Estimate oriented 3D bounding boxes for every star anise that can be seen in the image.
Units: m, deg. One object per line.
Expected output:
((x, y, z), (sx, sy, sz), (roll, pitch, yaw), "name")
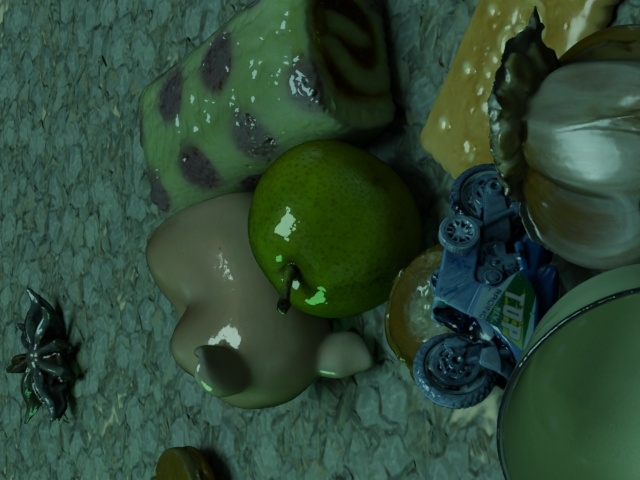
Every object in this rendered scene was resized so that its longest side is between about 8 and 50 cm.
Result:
((-0.420, 0.182, 2.032), (0.180, 0.061, 0.204), (-54, 50, 31), "star anise")

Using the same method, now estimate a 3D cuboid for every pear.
((0.000, 0.000, 1.327), (0.180, 0.216, 0.166), (54, 139, -7), "pear")

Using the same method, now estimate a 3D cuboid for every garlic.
((0.225, -0.111, 1.008), (0.257, 0.207, 0.207), (110, 144, -51), "garlic")

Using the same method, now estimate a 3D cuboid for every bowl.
((0.248, 0.113, 0.994), (0.126, 0.237, 0.238), (-76, 7, -65), "bowl")

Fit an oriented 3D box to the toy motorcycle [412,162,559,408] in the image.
((0.160, 0.035, 1.127), (0.092, 0.135, 0.254), (93, -170, -56), "toy motorcycle")

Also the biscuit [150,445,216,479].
((-0.164, 0.339, 1.683), (0.170, 0.050, 0.170), (4, 94, 62), "biscuit")

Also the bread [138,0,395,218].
((-0.070, -0.150, 1.478), (0.338, 0.155, 0.187), (-25, 65, 49), "bread")

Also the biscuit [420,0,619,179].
((0.176, -0.159, 1.242), (0.160, 0.030, 0.250), (50, 127, 43), "biscuit")

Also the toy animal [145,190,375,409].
((-0.093, 0.070, 1.475), (0.213, 0.195, 0.256), (125, 132, -56), "toy animal")

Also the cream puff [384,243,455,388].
((0.129, 0.076, 1.230), (0.126, 0.103, 0.144), (-28, 49, 24), "cream puff")
